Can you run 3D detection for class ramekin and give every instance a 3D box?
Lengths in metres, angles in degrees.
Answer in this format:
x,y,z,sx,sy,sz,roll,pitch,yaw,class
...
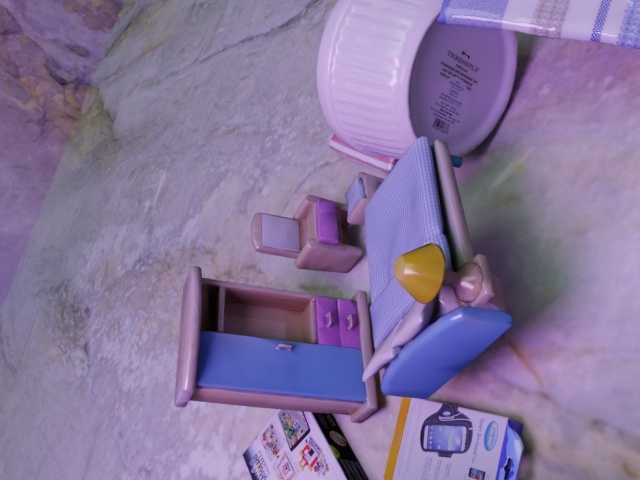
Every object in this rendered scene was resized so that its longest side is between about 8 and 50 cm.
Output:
x,y,z,sx,sy,sz,roll,pitch,yaw,class
0.109,-0.176,0.702,0.109,0.207,0.207,29,92,44,ramekin

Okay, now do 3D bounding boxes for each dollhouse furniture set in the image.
x,y,z,sx,sy,sz,roll,pitch,yaw,class
0.000,0.000,0.639,0.303,0.198,0.287,124,150,-49,dollhouse furniture set

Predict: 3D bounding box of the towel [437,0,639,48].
x,y,z,sx,sy,sz,roll,pitch,yaw,class
0.262,-0.251,0.568,0.284,0.034,0.209,14,77,23,towel

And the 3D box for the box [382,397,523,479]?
x,y,z,sx,sy,sz,roll,pitch,yaw,class
0.120,0.189,0.603,0.136,0.028,0.081,1,69,48,box

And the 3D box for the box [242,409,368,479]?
x,y,z,sx,sy,sz,roll,pitch,yaw,class
-0.008,0.261,0.707,0.114,0.036,0.207,-53,37,13,box

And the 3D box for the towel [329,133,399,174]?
x,y,z,sx,sy,sz,roll,pitch,yaw,class
0.096,-0.184,0.867,0.144,0.029,0.197,35,99,54,towel
